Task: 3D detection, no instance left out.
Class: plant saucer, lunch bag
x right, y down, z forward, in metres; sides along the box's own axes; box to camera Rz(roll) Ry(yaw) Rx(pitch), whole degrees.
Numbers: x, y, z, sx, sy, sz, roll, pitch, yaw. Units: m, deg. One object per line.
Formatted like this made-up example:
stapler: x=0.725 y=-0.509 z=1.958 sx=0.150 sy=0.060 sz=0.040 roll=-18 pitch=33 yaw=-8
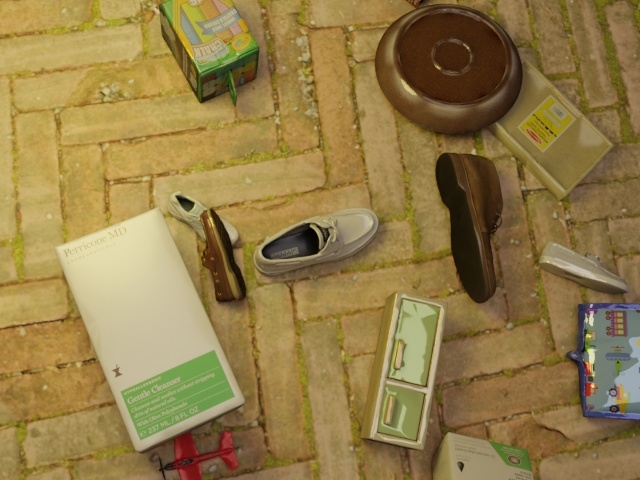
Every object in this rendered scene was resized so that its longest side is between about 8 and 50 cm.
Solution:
plant saucer: x=0.268 y=-0.368 z=1.557 sx=0.311 sy=0.050 sz=0.310 roll=1 pitch=70 yaw=-2
lunch bag: x=0.625 y=0.234 z=1.454 sx=0.293 sy=0.138 sz=0.220 roll=3 pitch=78 yaw=1

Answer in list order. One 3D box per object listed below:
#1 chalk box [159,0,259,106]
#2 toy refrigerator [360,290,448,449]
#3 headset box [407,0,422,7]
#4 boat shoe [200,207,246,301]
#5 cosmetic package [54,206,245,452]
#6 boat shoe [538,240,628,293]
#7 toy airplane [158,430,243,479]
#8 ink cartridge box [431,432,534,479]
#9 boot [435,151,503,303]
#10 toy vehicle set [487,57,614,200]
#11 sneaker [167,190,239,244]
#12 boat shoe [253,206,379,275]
chalk box: x=-0.202 y=-0.363 z=1.459 sx=0.132 sy=0.132 sz=0.213 roll=-29 pitch=83 yaw=-15
toy refrigerator: x=0.154 y=0.237 z=1.384 sx=0.102 sy=0.094 sz=0.269 roll=15 pitch=75 yaw=-6
headset box: x=0.201 y=-0.544 z=1.620 sx=0.083 sy=0.032 sz=0.062 roll=39 pitch=73 yaw=4
boat shoe: x=-0.190 y=0.031 z=1.378 sx=0.060 sy=0.064 sz=0.178 roll=-15 pitch=102 yaw=8
cosmetic package: x=-0.290 y=0.155 z=1.297 sx=0.197 sy=0.155 sz=0.365 roll=-24 pitch=80 yaw=-14
boat shoe: x=0.528 y=0.053 z=1.512 sx=0.184 sy=0.066 sz=0.063 roll=19 pitch=74 yaw=6
toy airplane: x=-0.207 y=0.382 z=1.323 sx=0.151 sy=0.028 sz=0.151 roll=2 pitch=74 yaw=-8
ink cartridge box: x=0.284 y=0.455 z=1.293 sx=0.160 sy=0.092 sz=0.219 roll=13 pitch=34 yaw=-6
boot: x=0.315 y=-0.030 z=1.477 sx=0.115 sy=0.112 sz=0.305 roll=-2 pitch=74 yaw=-21
toy vehicle set: x=0.463 y=-0.236 z=1.583 sx=0.166 sy=0.035 sz=0.267 roll=-42 pitch=86 yaw=-16
sneaker: x=-0.220 y=-0.039 z=1.411 sx=0.152 sy=0.061 sz=0.053 roll=31 pitch=72 yaw=-2
boat shoe: x=0.000 y=0.000 z=1.423 sx=0.258 sy=0.084 sz=0.095 roll=-24 pitch=81 yaw=-14
